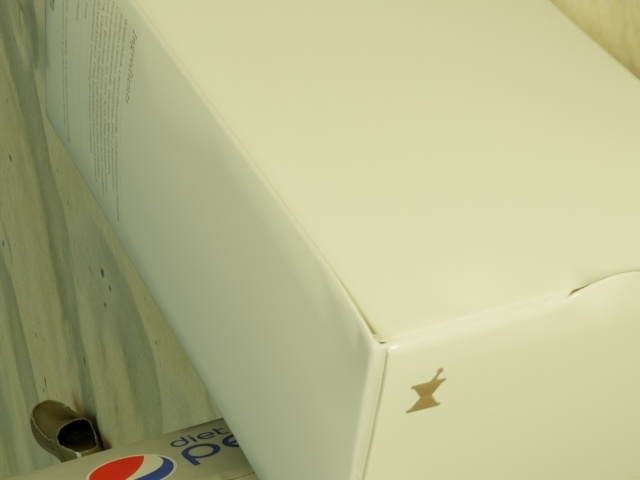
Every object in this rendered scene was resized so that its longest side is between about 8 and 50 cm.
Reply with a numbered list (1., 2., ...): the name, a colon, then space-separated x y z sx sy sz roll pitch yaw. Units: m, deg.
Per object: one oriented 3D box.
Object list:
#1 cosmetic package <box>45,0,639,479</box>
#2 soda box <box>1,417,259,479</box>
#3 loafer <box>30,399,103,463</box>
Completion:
1. cosmetic package: 0.017 -0.037 0.672 0.365 0.196 0.155 -124 32 -42
2. soda box: -0.050 0.156 0.790 0.091 0.286 0.098 20 120 61
3. loafer: -0.270 0.211 1.580 0.148 0.056 0.050 36 132 43
